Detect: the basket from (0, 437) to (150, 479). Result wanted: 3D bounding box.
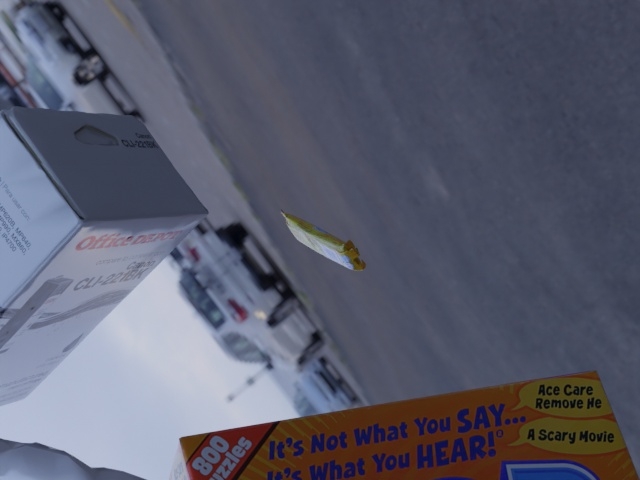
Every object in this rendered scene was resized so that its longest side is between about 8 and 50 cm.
[{"bbox_3d":[-0.187,0.240,0.424,0.328,0.331,0.266,10,161,13],"label":"basket"}]

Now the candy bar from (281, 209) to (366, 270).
[{"bbox_3d":[0.000,0.000,1.199,0.040,0.018,0.161,57,165,-27],"label":"candy bar"}]

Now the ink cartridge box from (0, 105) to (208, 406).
[{"bbox_3d":[-0.252,0.025,0.923,0.114,0.273,0.197,50,-161,12],"label":"ink cartridge box"}]

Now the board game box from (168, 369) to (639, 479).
[{"bbox_3d":[0.069,0.363,0.934,0.356,0.356,0.356,112,147,-57],"label":"board game box"}]
